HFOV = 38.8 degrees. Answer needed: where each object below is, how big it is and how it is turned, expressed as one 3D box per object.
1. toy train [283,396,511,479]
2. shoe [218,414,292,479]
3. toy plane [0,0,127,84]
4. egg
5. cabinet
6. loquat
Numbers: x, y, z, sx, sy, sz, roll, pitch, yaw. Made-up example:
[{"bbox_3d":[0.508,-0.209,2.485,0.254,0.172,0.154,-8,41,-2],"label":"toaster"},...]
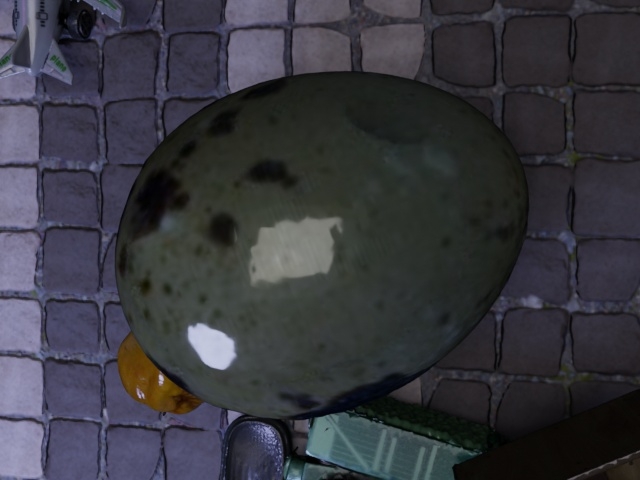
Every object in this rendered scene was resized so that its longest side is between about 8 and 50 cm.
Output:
[{"bbox_3d":[0.092,0.268,1.035,0.270,0.115,0.154,15,98,13],"label":"toy train"},{"bbox_3d":[-0.087,0.333,1.090,0.108,0.093,0.240,1,91,12],"label":"shoe"},{"bbox_3d":[-0.345,-0.318,1.119,0.251,0.101,0.255,5,89,13],"label":"toy plane"},{"bbox_3d":[0.000,0.000,0.931,0.428,0.345,0.344,-23,87,6],"label":"egg"},{"bbox_3d":[0.268,0.280,0.896,0.215,0.148,0.174,-25,95,6],"label":"cabinet"},{"bbox_3d":[-0.180,0.148,1.095,0.137,0.113,0.137,4,115,9],"label":"loquat"}]
